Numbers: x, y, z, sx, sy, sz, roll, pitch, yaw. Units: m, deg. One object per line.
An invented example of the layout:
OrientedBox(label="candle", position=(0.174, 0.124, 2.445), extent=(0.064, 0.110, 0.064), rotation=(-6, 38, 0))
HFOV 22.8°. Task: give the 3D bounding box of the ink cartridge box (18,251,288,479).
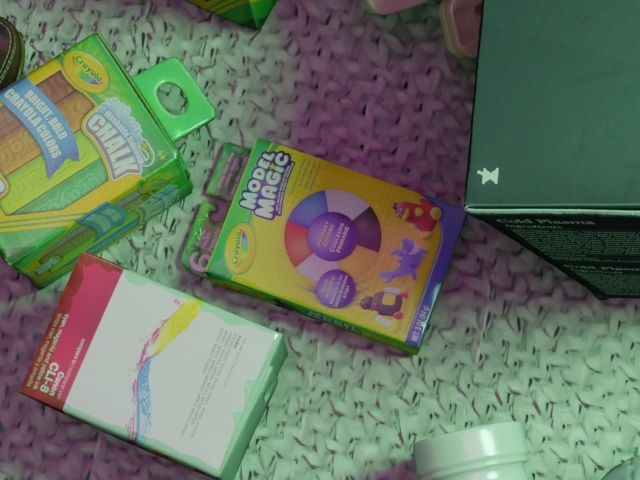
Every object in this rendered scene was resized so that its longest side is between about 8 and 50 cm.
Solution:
OrientedBox(label="ink cartridge box", position=(-0.129, 0.107, 1.297), extent=(0.176, 0.128, 0.127), rotation=(22, 80, 6))

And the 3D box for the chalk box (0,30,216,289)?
OrientedBox(label="chalk box", position=(-0.193, -0.077, 1.335), extent=(0.213, 0.132, 0.132), rotation=(-34, 80, -5))

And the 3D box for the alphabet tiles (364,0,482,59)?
OrientedBox(label="alphabet tiles", position=(0.133, -0.304, 1.341), extent=(0.278, 0.021, 0.284), rotation=(-21, 101, -30))

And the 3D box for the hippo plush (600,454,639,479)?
OrientedBox(label="hippo plush", position=(0.312, 0.235, 1.182), extent=(0.294, 0.234, 0.236), rotation=(-10, 49, 10))

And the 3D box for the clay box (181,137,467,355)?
OrientedBox(label="clay box", position=(0.000, 0.000, 1.353), extent=(0.222, 0.053, 0.127), rotation=(19, 79, 5))

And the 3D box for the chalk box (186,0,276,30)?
OrientedBox(label="chalk box", position=(-0.102, -0.324, 1.300), extent=(0.180, 0.289, 0.179), rotation=(26, 82, 10))

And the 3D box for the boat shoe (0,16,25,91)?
OrientedBox(label="boat shoe", position=(-0.327, -0.110, 1.377), extent=(0.073, 0.073, 0.207), rotation=(28, 79, 8))

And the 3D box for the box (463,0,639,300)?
OrientedBox(label="box", position=(0.260, -0.147, 1.223), extent=(0.179, 0.312, 0.343), rotation=(0, 78, 28))

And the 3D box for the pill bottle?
OrientedBox(label="pill bottle", position=(0.139, 0.261, 1.260), extent=(0.124, 0.124, 0.221), rotation=(-12, 77, -1))
